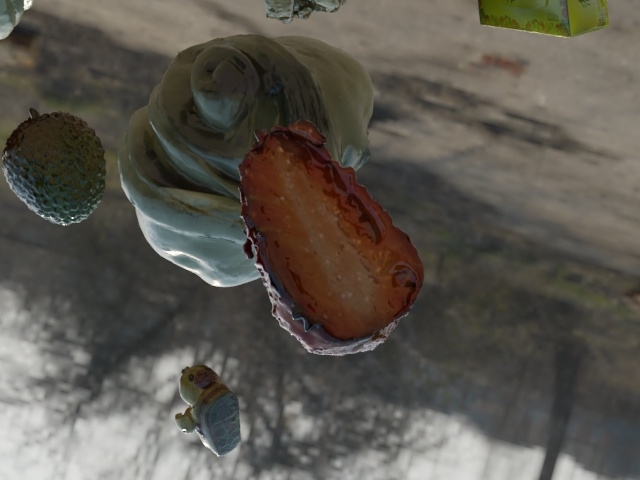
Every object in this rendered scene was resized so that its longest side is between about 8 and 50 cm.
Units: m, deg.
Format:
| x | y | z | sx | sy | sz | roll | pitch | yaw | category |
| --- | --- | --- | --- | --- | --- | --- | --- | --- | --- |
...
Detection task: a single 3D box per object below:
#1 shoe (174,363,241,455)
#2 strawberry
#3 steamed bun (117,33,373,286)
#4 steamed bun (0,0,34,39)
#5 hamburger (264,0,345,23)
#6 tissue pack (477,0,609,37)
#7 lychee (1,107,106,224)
| x | y | z | sx | sy | sz | roll | pitch | yaw | category |
| --- | --- | --- | --- | --- | --- | --- | --- | --- | --- |
| -0.129 | 0.192 | 1.785 | 0.069 | 0.072 | 0.109 | 36 | 164 | 43 | shoe |
| 0.000 | 0.000 | 1.233 | 0.121 | 0.188 | 0.082 | -23 | 174 | -18 | strawberry |
| -0.098 | -0.129 | 2.112 | 0.352 | 0.339 | 0.247 | -7 | 159 | 2 | steamed bun |
| -0.413 | -0.383 | 1.919 | 0.203 | 0.289 | 0.276 | 10 | 155 | 15 | steamed bun |
| -0.027 | -0.345 | 1.699 | 0.108 | 0.213 | 0.214 | -5 | 173 | 11 | hamburger |
| 0.254 | -0.296 | 1.856 | 0.062 | 0.095 | 0.176 | -20 | -158 | -27 | tissue pack |
| -0.291 | -0.084 | 1.733 | 0.114 | 0.146 | 0.114 | -23 | 158 | -10 | lychee |
